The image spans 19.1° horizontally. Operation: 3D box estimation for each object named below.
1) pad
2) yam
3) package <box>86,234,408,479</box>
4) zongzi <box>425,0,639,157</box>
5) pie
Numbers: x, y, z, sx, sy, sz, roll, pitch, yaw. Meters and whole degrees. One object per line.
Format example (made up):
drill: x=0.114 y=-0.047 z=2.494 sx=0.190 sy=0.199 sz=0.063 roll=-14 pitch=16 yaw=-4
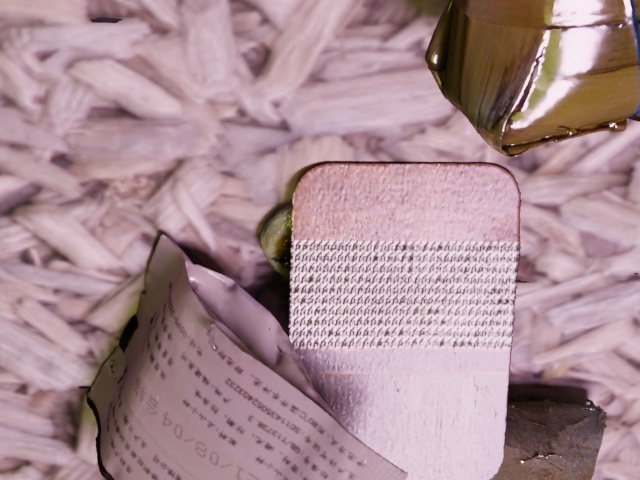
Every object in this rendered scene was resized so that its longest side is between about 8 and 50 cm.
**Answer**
pad: x=0.138 y=0.072 z=1.362 sx=0.323 sy=0.055 sz=0.250 roll=5 pitch=105 yaw=13
yam: x=0.094 y=0.189 z=1.491 sx=0.254 sy=0.154 sz=0.154 roll=7 pitch=133 yaw=-15
package: x=-0.073 y=0.148 z=1.395 sx=0.062 sy=0.251 sz=0.204 roll=-26 pitch=154 yaw=-45
zongzi: x=0.221 y=-0.187 z=1.173 sx=0.289 sy=0.123 sz=0.260 roll=-7 pitch=126 yaw=-18
pie: x=0.000 y=0.000 z=1.385 sx=0.085 sy=0.017 sz=0.085 roll=-3 pitch=135 yaw=-3
